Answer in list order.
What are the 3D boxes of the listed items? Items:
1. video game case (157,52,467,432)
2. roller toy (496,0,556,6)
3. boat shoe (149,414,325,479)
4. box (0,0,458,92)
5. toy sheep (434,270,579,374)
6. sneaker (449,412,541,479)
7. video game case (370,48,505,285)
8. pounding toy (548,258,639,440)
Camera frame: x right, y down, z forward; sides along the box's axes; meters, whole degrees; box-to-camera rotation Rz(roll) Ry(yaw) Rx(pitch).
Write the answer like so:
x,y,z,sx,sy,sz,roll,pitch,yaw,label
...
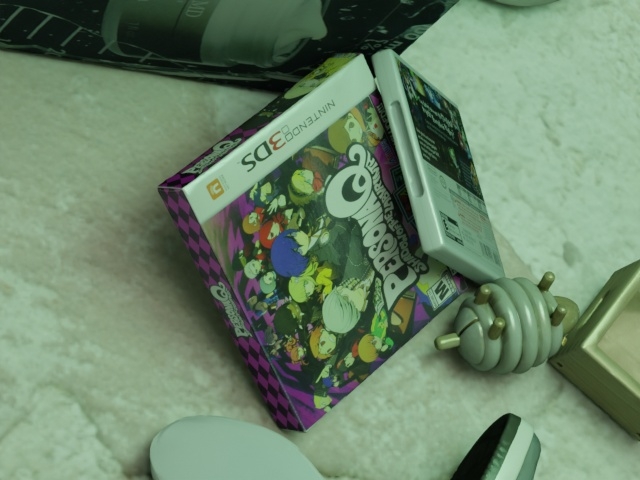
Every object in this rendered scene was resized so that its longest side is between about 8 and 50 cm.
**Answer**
x,y,z,sx,sy,sz,roll,pitch,yaw,label
0.000,0.000,1.537,0.210,0.042,0.232,-39,115,-31,video game case
0.194,-0.316,1.759,0.191,0.146,0.209,9,71,-12,roller toy
-0.009,0.240,1.429,0.301,0.102,0.108,29,45,26,boat shoe
-0.097,-0.350,1.435,0.472,0.480,0.297,6,69,-23,box
0.156,0.071,1.614,0.132,0.091,0.091,-7,72,-17,toy sheep
0.160,0.296,1.496,0.178,0.124,0.295,27,68,-8,sneaker
0.101,-0.055,1.606,0.190,0.022,0.173,27,47,-66,video game case
0.292,0.092,1.677,0.130,0.100,0.141,41,68,-4,pounding toy
